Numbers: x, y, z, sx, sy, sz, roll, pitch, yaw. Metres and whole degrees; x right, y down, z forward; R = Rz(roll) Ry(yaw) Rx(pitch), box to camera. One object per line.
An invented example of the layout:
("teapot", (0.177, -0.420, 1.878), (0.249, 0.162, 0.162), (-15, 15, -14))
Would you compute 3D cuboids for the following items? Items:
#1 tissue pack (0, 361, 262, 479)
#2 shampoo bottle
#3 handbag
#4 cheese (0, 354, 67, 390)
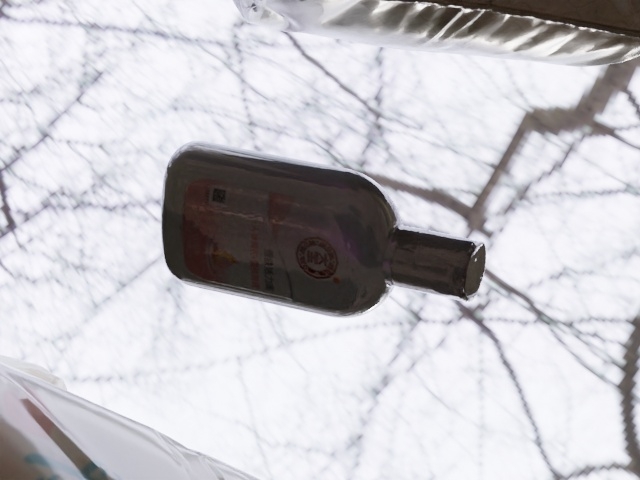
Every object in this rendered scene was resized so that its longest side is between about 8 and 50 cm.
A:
("tissue pack", (-0.093, 0.147, 0.657), (0.201, 0.124, 0.271), (-30, -43, 31))
("shampoo bottle", (0.000, 0.000, 0.987), (0.165, 0.040, 0.080), (12, -65, 20))
("handbag", (0.042, -0.157, 0.995), (0.270, 0.182, 0.117), (3, -51, -34))
("cheese", (-0.302, 0.127, 1.085), (0.384, 0.384, 0.104), (4, -75, -19))
